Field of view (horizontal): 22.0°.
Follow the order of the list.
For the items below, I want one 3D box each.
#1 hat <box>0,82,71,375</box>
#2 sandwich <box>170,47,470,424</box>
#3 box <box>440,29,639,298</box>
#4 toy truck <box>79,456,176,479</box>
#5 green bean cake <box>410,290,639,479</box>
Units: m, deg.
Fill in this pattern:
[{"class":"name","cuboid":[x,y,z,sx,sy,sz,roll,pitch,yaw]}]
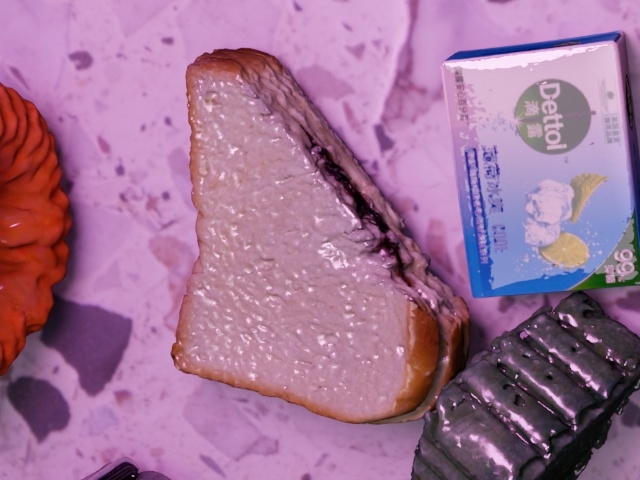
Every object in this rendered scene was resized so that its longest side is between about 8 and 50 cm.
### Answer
[{"class":"hat","cuboid":[-0.420,-0.020,1.408,0.400,0.285,0.285,11,107,28]},{"class":"sandwich","cuboid":[0.002,-0.001,1.333,0.254,0.099,0.288,11,106,31]},{"class":"box","cuboid":[0.180,-0.059,1.303,0.139,0.073,0.194,-6,102,17]},{"class":"toy truck","cuboid":[-0.163,0.384,1.460,0.178,0.176,0.363,-20,99,31]},{"class":"green bean cake","cuboid":[0.164,0.163,1.339,0.107,0.193,0.208,37,147,22]}]
